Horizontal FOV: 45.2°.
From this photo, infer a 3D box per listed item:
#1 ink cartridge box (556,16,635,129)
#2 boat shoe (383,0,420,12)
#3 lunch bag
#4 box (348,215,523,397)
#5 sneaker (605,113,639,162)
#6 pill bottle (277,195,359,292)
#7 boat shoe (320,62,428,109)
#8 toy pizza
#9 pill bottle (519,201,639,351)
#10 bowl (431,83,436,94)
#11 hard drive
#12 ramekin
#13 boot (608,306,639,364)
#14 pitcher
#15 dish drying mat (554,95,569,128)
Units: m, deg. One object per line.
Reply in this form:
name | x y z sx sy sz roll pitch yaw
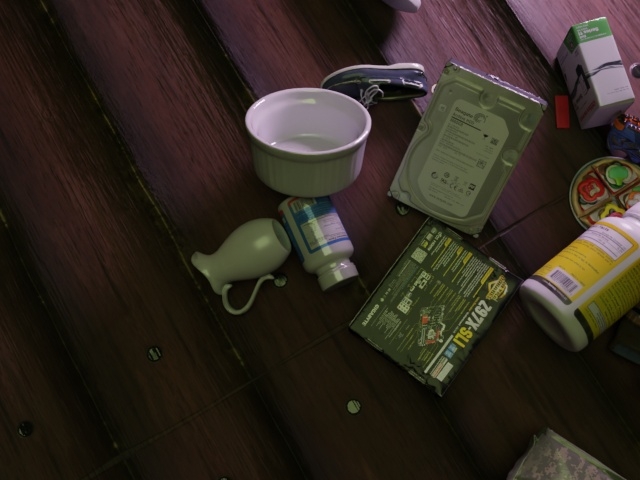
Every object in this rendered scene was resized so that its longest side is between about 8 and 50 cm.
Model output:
ink cartridge box | 0.633 -0.381 1.779 0.086 0.153 0.208 -14 77 0
boat shoe | 0.144 -0.658 1.892 0.267 0.096 0.088 34 86 17
lunch bag | 0.508 0.553 1.581 0.287 0.169 0.235 35 82 4
box | 0.254 0.146 1.723 0.257 0.079 0.322 35 82 7
sneaker | 0.761 -0.215 1.782 0.221 0.087 0.083 26 44 -5
pill bottle | 0.000 0.000 1.740 0.124 0.124 0.221 -24 79 -3
boat shoe | 0.129 -0.361 1.829 0.254 0.095 0.079 -6 67 -8
toy pizza | 0.679 -0.100 1.779 0.201 0.032 0.201 -1 78 2
pill bottle | 0.614 0.071 1.667 0.334 0.188 0.188 -38 79 -5
bowl | 0.335 -0.302 1.797 0.170 0.170 0.080 12 123 5
hard drive | 0.319 -0.200 1.707 0.237 0.064 0.339 27 116 7
ramekin | -0.028 -0.217 1.724 0.277 0.135 0.277 1 40 -1
boot | 0.746 0.236 1.700 0.219 0.082 0.106 28 108 -3
pitcher | -0.161 0.058 1.736 0.207 0.125 0.178 -28 95 15
dish drying mat | 0.578 -0.307 1.839 0.032 0.008 0.083 0 77 2
